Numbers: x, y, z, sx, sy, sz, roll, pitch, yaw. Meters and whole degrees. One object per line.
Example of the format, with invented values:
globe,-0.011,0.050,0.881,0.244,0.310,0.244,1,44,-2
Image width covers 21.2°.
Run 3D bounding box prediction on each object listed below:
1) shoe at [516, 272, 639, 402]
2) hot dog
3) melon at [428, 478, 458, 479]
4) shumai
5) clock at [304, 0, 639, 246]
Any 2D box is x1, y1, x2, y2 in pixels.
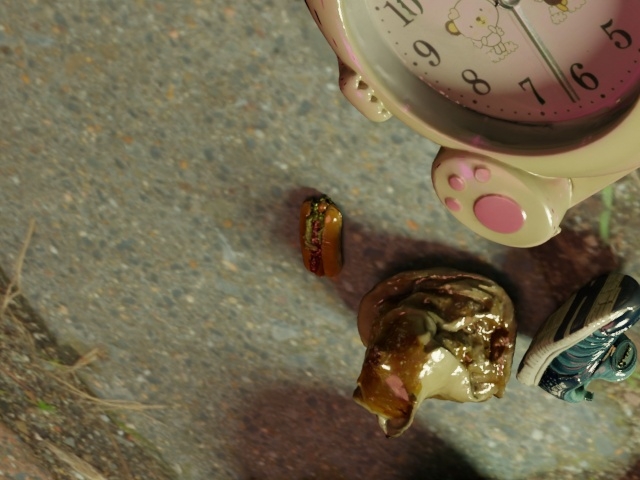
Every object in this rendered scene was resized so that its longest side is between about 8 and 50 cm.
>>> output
shoe,0.203,0.078,1.276,0.071,0.064,0.143,33,142,-2
hot dog,0.000,0.000,1.348,0.037,0.021,0.083,13,138,17
melon,0.106,0.327,1.498,0.182,0.182,0.287,19,137,13
shumai,0.080,0.096,1.326,0.146,0.116,0.145,15,138,14
clock,0.112,-0.162,1.048,0.309,0.114,0.284,42,140,-12
